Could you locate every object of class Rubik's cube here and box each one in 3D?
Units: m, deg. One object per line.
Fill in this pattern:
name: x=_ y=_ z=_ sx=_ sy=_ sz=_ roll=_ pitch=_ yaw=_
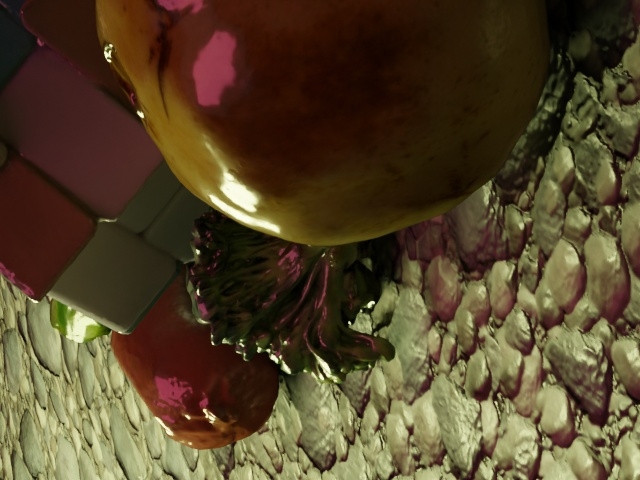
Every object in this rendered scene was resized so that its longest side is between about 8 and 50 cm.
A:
Rubik's cube: x=-0.245 y=-0.129 z=1.736 sx=0.387 sy=0.358 sz=0.368 roll=39 pitch=-179 yaw=33

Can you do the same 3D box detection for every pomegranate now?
pomegranate: x=0.006 y=-0.162 z=1.285 sx=0.332 sy=0.332 sz=0.332 roll=38 pitch=134 yaw=55

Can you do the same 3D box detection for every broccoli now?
broccoli: x=0.001 y=0.020 z=1.567 sx=0.275 sy=0.177 sz=0.198 roll=-21 pitch=75 yaw=52

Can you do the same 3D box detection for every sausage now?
sausage: x=-0.131 y=0.119 z=1.887 sx=0.254 sy=0.148 sz=0.148 roll=-139 pitch=44 yaw=-56

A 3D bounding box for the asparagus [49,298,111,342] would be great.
asparagus: x=-0.279 y=0.001 z=2.233 sx=0.085 sy=0.082 sz=0.343 roll=-73 pitch=-4 yaw=-52
